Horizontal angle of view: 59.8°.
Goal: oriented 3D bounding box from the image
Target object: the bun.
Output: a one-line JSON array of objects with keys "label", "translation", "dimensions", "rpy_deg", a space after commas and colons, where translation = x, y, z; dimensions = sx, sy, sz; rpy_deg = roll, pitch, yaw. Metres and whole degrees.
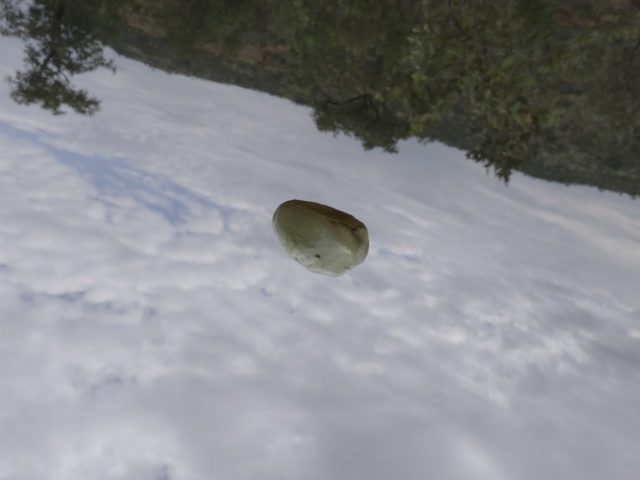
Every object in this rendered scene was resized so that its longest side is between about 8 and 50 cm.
[{"label": "bun", "translation": [0.000, 0.000, 1.202], "dimensions": [0.230, 0.145, 0.229], "rpy_deg": [14, -168, -3]}]
